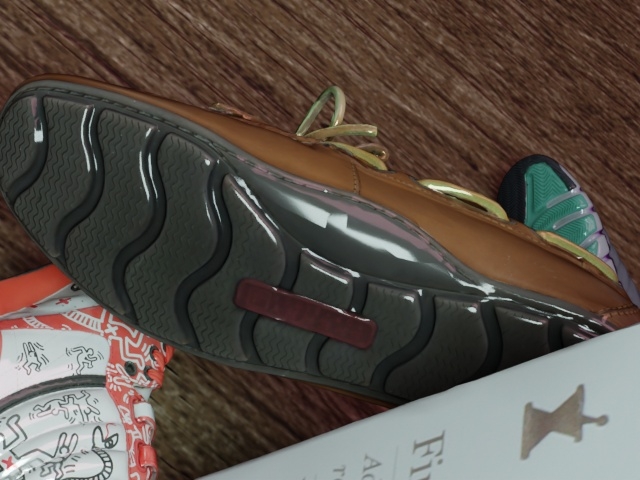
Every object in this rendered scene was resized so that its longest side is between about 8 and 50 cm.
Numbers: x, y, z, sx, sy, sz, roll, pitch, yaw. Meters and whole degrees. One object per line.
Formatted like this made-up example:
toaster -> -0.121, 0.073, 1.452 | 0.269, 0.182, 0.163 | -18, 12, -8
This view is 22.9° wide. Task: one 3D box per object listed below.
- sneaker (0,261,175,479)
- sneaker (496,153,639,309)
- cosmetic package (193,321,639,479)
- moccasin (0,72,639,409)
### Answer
sneaker -> -0.120, 0.076, 0.926 | 0.270, 0.090, 0.145 | -24, 76, -41
sneaker -> 0.210, 0.040, 1.226 | 0.098, 0.083, 0.224 | 8, 56, -58
cosmetic package -> 0.149, 0.270, 0.704 | 0.327, 0.393, 0.329 | 44, 38, -32
moccasin -> 0.001, -0.003, 0.883 | 0.380, 0.139, 0.147 | 15, 22, 5
